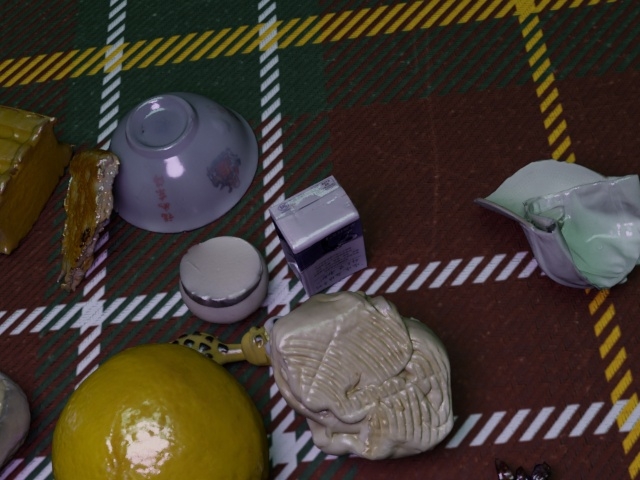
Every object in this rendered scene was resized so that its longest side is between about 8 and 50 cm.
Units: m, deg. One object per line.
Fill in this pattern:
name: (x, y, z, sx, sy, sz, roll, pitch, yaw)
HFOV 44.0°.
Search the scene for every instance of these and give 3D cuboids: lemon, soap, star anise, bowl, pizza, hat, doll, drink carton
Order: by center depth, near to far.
lemon: (-0.249, 0.331, 1.258, 0.347, 0.348, 0.348, -4, 61, 7)
star anise: (0.328, 0.426, 1.272, 0.167, 0.057, 0.168, -8, 63, 15)
doll: (-0.151, 0.200, 1.447, 0.290, 0.086, 0.117, -8, 45, 5)
drink carton: (0.001, 0.000, 1.452, 0.134, 0.222, 0.102, -30, 62, -8)
hat: (0.426, -0.026, 1.465, 0.257, 0.168, 0.301, -27, 34, -31)
pizza: (-0.466, -0.044, 1.588, 0.189, 0.071, 0.297, -5, 73, 50)
bowl: (-0.310, -0.199, 1.646, 0.345, 0.157, 0.346, -3, 62, 6)
soap: (-0.743, -0.150, 1.687, 0.334, 0.156, 0.294, 13, 68, 15)

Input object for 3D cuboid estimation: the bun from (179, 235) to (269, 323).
bun: (-0.178, 0.083, 1.494, 0.172, 0.120, 0.173, -2, 53, 3)

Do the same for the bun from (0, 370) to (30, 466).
bun: (-0.650, 0.356, 1.407, 0.287, 0.146, 0.287, -9, 47, 9)

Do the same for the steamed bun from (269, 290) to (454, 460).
steamed bun: (0.061, 0.221, 1.337, 0.288, 0.203, 0.276, -3, 88, -5)
